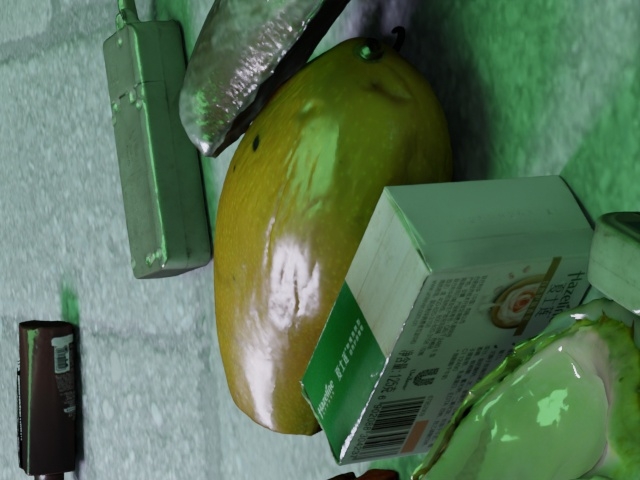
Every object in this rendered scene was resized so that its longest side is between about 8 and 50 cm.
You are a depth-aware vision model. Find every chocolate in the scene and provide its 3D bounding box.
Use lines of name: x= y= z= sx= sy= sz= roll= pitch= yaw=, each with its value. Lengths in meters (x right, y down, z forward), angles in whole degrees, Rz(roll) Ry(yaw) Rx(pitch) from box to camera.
chocolate: x=-0.026 y=-0.183 z=1.310 sx=0.080 sy=0.157 sz=0.254 roll=39 pitch=133 yaw=0

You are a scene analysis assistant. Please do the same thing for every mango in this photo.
mango: x=-0.002 y=-0.002 z=1.353 sx=0.359 sy=0.144 sz=0.187 roll=114 pitch=146 yaw=-47

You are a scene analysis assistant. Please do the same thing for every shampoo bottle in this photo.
shampoo bottle: x=-0.303 y=0.207 z=2.049 sx=0.067 sy=0.068 sz=0.236 roll=15 pitch=106 yaw=61

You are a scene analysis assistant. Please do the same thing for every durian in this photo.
durian: x=0.144 y=0.134 z=1.105 sx=0.305 sy=0.186 sz=0.195 roll=-48 pitch=35 yaw=45

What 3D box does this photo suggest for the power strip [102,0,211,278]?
power strip: x=-0.159 y=-0.110 z=1.729 sx=0.093 sy=0.053 sz=0.288 roll=-19 pitch=78 yaw=63

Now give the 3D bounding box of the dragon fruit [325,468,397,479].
dragon fruit: x=0.014 y=0.250 z=1.475 sx=0.092 sy=0.122 sz=0.192 roll=-65 pitch=6 yaw=-33

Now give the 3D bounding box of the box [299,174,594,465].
box: x=0.083 y=0.053 z=1.207 sx=0.081 sy=0.135 sz=0.199 roll=64 pitch=145 yaw=35

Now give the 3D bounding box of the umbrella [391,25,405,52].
umbrella: x=-0.004 y=-0.123 z=1.447 sx=0.269 sy=0.044 sz=0.044 roll=-17 pitch=52 yaw=63

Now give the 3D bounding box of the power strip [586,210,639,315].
power strip: x=0.236 y=0.043 z=0.980 sx=0.286 sy=0.080 sz=0.048 roll=35 pitch=120 yaw=58
